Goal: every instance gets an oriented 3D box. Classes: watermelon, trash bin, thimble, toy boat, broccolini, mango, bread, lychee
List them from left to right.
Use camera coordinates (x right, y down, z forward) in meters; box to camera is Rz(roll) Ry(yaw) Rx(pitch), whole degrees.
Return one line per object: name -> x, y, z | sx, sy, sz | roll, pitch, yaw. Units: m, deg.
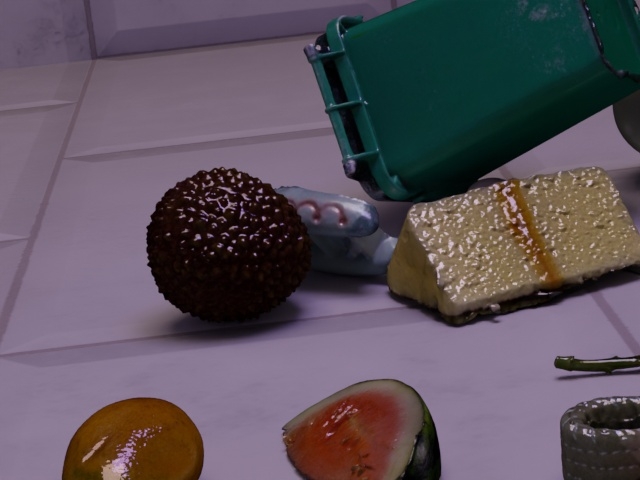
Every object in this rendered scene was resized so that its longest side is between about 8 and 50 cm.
mango -> -0.163, 0.191, 1.487 | 0.115, 0.089, 0.165 | 11, 24, 22
lychee -> -0.099, 0.007, 1.958 | 0.188, 0.188, 0.188 | -6, 16, 2
toy boat -> 0.000, 0.000, 2.064 | 0.208, 0.134, 0.078 | 9, 66, 38
watermelon -> 0.038, 0.176, 1.526 | 0.119, 0.063, 0.245 | -24, 20, -13
trash bin -> 0.202, -0.220, 2.223 | 0.381, 0.259, 0.295 | -26, -13, 29
bread -> 0.213, 0.003, 1.983 | 0.266, 0.141, 0.178 | -11, 1, -24
thimble -> 0.252, 0.168, 1.443 | 0.110, 0.062, 0.084 | -3, 19, 13
broccolini -> 0.321, 0.103, 1.699 | 0.194, 0.054, 0.052 | -13, 36, -16

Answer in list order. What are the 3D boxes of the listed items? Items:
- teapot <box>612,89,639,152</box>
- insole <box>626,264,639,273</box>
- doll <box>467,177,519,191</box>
teapot -> 0.474, -0.187, 2.289 | 0.220, 0.149, 0.318 | -22, -30, 24
insole -> 0.405, 0.033, 1.962 | 0.063, 0.010, 0.192 | -16, 19, -29
doll -> 0.262, -0.047, 2.219 | 0.160, 0.059, 0.161 | 1, 18, 19
